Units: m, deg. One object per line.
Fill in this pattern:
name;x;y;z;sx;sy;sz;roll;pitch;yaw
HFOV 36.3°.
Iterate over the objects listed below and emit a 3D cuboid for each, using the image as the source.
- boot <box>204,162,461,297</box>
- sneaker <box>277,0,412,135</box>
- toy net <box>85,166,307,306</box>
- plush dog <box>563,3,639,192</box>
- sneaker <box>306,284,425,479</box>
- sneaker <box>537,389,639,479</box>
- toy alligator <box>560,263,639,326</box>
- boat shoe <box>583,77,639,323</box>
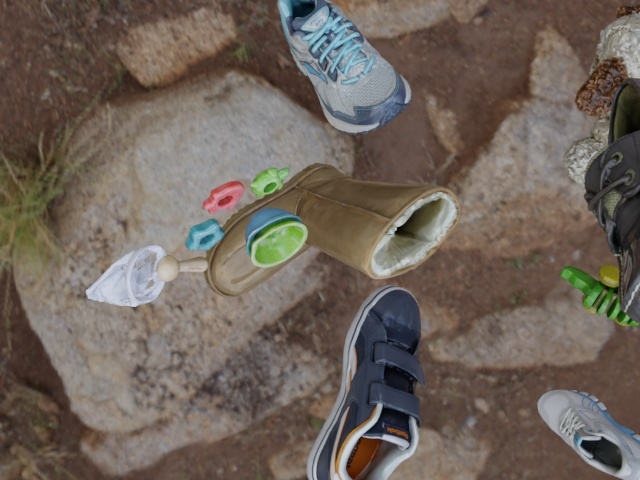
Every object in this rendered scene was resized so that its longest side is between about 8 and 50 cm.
boot;0.000;0.000;1.136;0.236;0.269;0.089;-46;119;-12
sneaker;0.014;-0.242;1.279;0.110;0.283;0.122;-37;135;-2
toy net;-0.124;0.011;0.987;0.232;0.045;0.122;-26;152;-15
plush dog;0.465;-0.220;1.426;0.225;0.211;0.262;57;47;-38
sneaker;0.092;0.223;1.404;0.126;0.127;0.321;23;81;-30
sneaker;0.349;0.250;1.278;0.083;0.191;0.071;12;103;-40
toy alligator;0.362;0.079;1.110;0.190;0.051;0.056;22;130;1
boat shoe;0.195;-0.030;0.594;0.073;0.223;0.080;22;132;7
